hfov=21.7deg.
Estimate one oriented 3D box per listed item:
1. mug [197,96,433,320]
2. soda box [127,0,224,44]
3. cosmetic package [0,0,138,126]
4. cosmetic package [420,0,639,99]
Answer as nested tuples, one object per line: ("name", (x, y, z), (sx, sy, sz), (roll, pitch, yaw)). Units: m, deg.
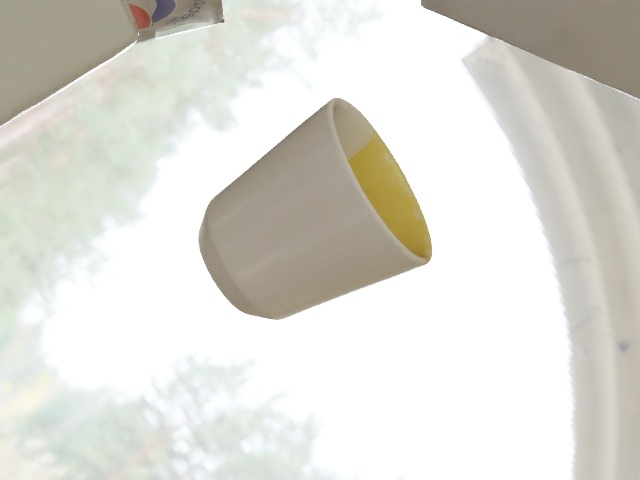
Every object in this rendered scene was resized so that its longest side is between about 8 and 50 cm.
("mug", (-0.001, 0.000, 0.557), (0.078, 0.064, 0.062), (51, 18, -27))
("soda box", (-0.126, -0.247, 0.859), (0.098, 0.091, 0.286), (93, -18, -76))
("cosmetic package", (-0.357, -0.127, 0.664), (0.329, 0.393, 0.327), (-9, -69, 38))
("cosmetic package", (0.302, -0.187, 1.135), (0.377, 0.284, 0.097), (27, -43, 24))
